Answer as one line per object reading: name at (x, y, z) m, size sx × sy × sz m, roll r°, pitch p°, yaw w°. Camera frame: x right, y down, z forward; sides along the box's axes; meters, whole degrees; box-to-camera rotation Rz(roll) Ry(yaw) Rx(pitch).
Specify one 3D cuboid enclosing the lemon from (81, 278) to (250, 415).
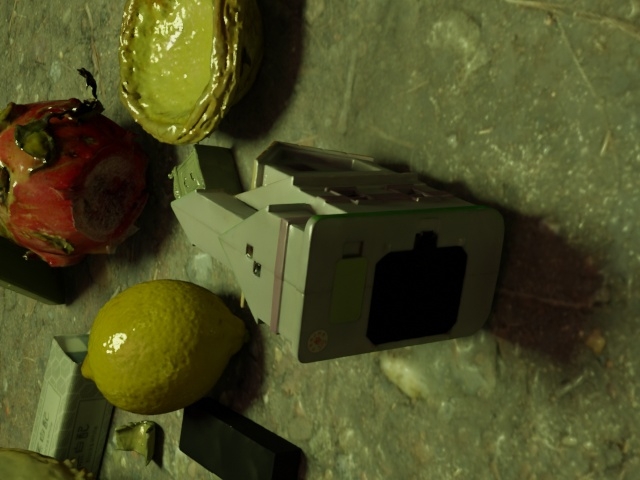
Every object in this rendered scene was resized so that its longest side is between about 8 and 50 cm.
lemon at (-0.217, 0.143, 1.286) m, size 0.244 × 0.187 × 0.187 m, roll -14°, pitch 75°, yaw 14°

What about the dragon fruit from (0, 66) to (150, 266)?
dragon fruit at (-0.423, -0.107, 1.457) m, size 0.291 × 0.269 × 0.250 m, roll 21°, pitch 66°, yaw 31°

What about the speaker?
speaker at (-0.113, 0.282, 1.261) m, size 0.218 × 0.044 × 0.082 m, roll 15°, pitch 100°, yaw 50°

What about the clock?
clock at (0.000, 0.000, 0.998) m, size 0.309 × 0.235 × 0.166 m, roll 30°, pitch 118°, yaw 51°

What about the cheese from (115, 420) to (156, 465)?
cheese at (-0.284, 0.309, 1.466) m, size 0.084 × 0.041 × 0.060 m, roll 6°, pitch 101°, yaw 34°

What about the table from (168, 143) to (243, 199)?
table at (-0.164, -0.079, 1.323) m, size 0.083 × 0.062 × 0.079 m, roll -39°, pitch 59°, yaw 42°

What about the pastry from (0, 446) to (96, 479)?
pastry at (-0.447, 0.502, 1.406) m, size 0.409 × 0.245 × 0.410 m, roll -2°, pitch 87°, yaw 42°

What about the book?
book at (-0.532, -0.035, 1.582) m, size 0.035 × 0.352 × 0.239 m, roll -15°, pitch 72°, yaw 9°

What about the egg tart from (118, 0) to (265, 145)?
egg tart at (-0.165, -0.271, 1.290) m, size 0.294 × 0.123 × 0.294 m, roll -1°, pitch 88°, yaw 46°

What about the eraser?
eraser at (-0.434, 0.358, 1.596) m, size 0.096 × 0.098 × 0.404 m, roll 33°, pitch 113°, yaw 45°
